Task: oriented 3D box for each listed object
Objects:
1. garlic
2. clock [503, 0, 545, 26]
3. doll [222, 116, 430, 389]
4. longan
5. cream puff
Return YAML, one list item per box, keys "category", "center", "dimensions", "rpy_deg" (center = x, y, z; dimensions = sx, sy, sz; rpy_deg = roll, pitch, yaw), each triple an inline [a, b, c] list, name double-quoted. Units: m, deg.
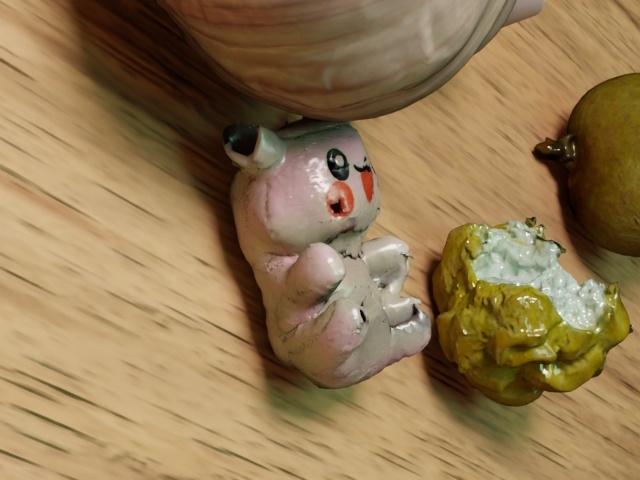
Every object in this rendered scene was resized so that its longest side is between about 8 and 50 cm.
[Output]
- category: "garlic"
  center: [-0.002, -0.222, 1.081]
  dimensions: [0.317, 0.259, 0.317]
  rpy_deg: [-12, 90, -69]
- category: "clock"
  center: [0.098, -0.247, 1.310]
  dimensions: [0.197, 0.068, 0.197]
  rpy_deg: [160, -90, -83]
- category: "doll"
  center: [0.000, 0.000, 1.151]
  dimensions: [0.149, 0.095, 0.192]
  rpy_deg: [-6, 81, -62]
- category: "longan"
  center: [0.267, -0.066, 1.536]
  dimensions: [0.155, 0.176, 0.145]
  rpy_deg: [-99, -165, -47]
- category: "cream puff"
  center: [0.141, 0.057, 1.320]
  dimensions: [0.156, 0.121, 0.156]
  rpy_deg: [14, 36, -10]
